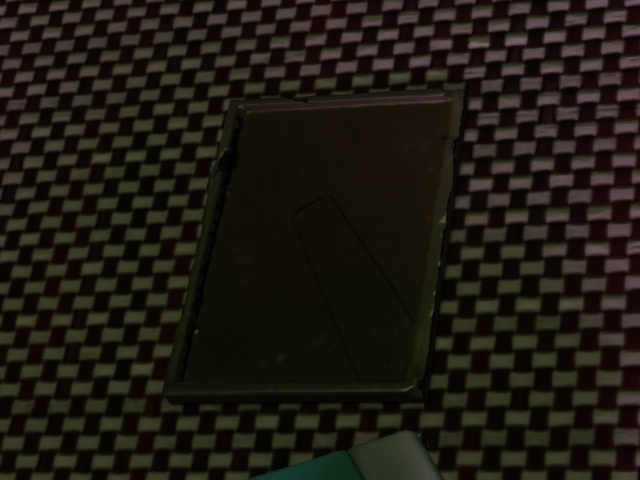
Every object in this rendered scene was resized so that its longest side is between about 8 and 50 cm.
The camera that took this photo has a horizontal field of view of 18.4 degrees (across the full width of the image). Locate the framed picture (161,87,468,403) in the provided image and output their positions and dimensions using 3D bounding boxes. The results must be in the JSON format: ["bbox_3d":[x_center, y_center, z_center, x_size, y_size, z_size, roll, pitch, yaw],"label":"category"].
[{"bbox_3d":[0.000,0.000,1.512,0.209,0.019,0.281,0,57,19],"label":"framed picture"}]

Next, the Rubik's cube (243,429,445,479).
[{"bbox_3d":[0.023,0.253,1.181,0.224,0.265,0.213,-16,45,-15],"label":"Rubik's cube"}]
